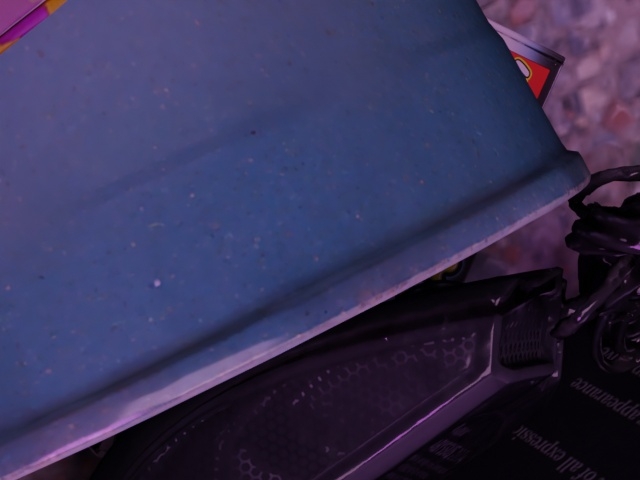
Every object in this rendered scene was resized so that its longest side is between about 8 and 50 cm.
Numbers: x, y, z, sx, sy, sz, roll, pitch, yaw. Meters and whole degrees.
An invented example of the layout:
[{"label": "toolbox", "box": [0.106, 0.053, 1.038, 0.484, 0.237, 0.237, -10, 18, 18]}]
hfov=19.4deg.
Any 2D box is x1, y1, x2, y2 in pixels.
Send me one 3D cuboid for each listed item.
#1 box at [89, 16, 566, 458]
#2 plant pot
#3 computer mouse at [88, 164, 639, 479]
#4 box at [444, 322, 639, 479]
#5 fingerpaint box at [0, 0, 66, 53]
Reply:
[{"label": "box", "box": [0.000, 0.000, 0.714, 0.114, 0.036, 0.207, 22, 94, -25]}, {"label": "plant pot", "box": [-0.100, -0.074, 0.541, 0.272, 0.272, 0.255, -26, 90, -14]}, {"label": "computer mouse", "box": [0.014, 0.055, 0.650, 0.272, 0.188, 0.072, -34, 75, -1]}, {"label": "box", "box": [0.106, 0.220, 0.669, 0.395, 0.293, 0.212, -36, 113, -10]}, {"label": "fingerpaint box", "box": [-0.327, -0.116, 0.341, 0.371, 0.163, 0.445, -29, 105, 29]}]
